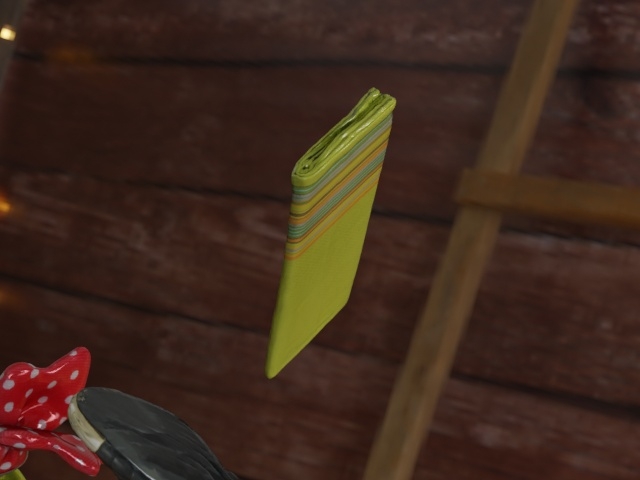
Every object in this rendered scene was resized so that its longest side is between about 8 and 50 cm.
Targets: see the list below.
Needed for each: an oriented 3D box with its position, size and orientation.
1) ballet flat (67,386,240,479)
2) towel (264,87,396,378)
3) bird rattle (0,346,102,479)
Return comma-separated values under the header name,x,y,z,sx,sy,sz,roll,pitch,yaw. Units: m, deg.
name,x,y,z,sx,sy,sz,roll,pitch,yaw
ballet flat,-0.067,0.139,0.847,0.173,0.057,0.049,40,-58,-15
towel,0.000,0.000,1.137,0.021,0.102,0.237,35,-35,18
bird rattle,-0.279,0.172,1.213,0.207,0.143,0.253,-12,-3,-26
